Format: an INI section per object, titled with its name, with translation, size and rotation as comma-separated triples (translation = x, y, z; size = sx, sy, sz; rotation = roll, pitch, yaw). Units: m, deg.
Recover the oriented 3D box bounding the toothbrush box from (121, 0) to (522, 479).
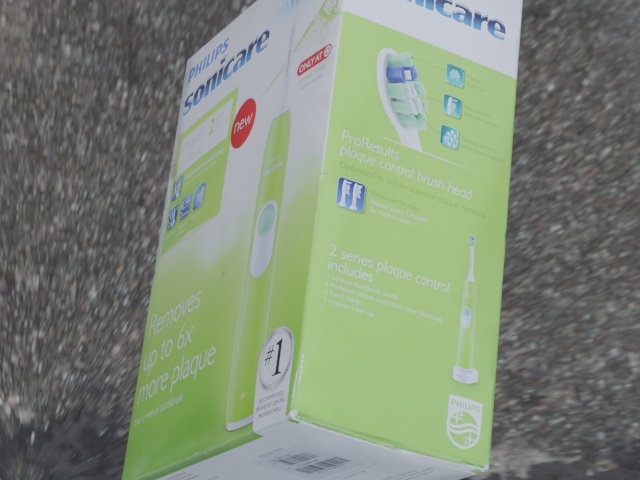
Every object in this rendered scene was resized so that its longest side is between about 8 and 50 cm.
[toothbrush box]
translation = 0.000, 0.000, 0.911
size = 0.122, 0.206, 0.283
rotation = 19, 65, -25
